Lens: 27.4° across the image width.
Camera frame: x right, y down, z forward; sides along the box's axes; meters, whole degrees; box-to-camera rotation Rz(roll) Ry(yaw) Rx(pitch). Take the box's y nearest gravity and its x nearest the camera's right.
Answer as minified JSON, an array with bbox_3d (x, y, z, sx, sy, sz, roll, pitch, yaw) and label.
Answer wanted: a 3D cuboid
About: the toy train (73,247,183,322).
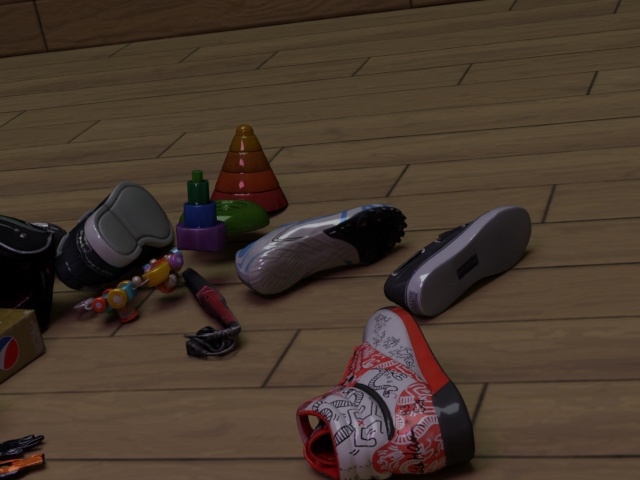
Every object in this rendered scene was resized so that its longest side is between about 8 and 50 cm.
[{"bbox_3d":[-0.232,0.063,1.708,0.166,0.046,0.125,-32,8,-28],"label":"toy train"}]

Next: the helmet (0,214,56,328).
[{"bbox_3d":[-0.428,0.044,1.688,0.161,0.169,0.169,3,20,-7],"label":"helmet"}]

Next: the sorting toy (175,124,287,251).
[{"bbox_3d":[-0.132,-0.083,1.841,0.127,0.126,0.365,0,13,10],"label":"sorting toy"}]

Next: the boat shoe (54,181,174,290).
[{"bbox_3d":[-0.287,-0.006,1.816,0.091,0.114,0.302,-37,0,13],"label":"boat shoe"}]

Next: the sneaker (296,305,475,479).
[{"bbox_3d":[0.040,0.146,1.281,0.145,0.090,0.270,-12,23,-10],"label":"sneaker"}]

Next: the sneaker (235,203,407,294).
[{"bbox_3d":[0.000,0.000,1.685,0.237,0.085,0.086,-19,33,-20],"label":"sneaker"}]

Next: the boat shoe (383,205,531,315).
[{"bbox_3d":[0.163,0.020,1.578,0.076,0.080,0.228,12,38,44],"label":"boat shoe"}]

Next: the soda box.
[{"bbox_3d":[-0.412,0.145,1.558,0.061,0.058,0.181,1,24,32],"label":"soda box"}]

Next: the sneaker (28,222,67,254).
[{"bbox_3d":[-0.465,0.039,1.843,0.234,0.078,0.106,-12,23,7],"label":"sneaker"}]

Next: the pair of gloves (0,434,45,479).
[{"bbox_3d":[-0.323,0.228,1.367,0.074,0.010,0.083,-15,18,-7],"label":"pair of gloves"}]

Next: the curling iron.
[{"bbox_3d":[-0.147,0.079,1.627,0.068,0.035,0.274,-14,21,-8],"label":"curling iron"}]
